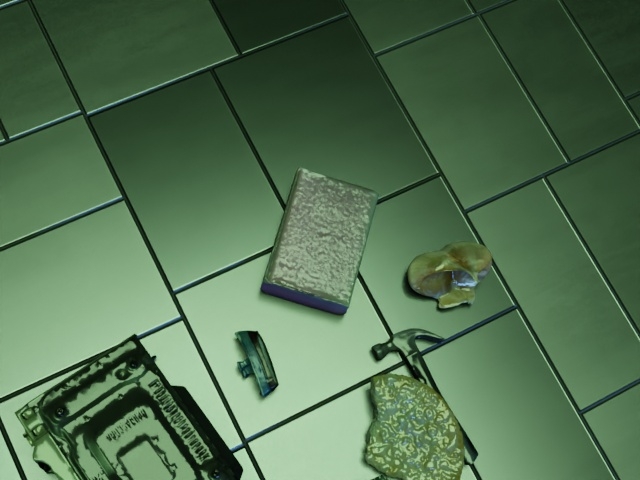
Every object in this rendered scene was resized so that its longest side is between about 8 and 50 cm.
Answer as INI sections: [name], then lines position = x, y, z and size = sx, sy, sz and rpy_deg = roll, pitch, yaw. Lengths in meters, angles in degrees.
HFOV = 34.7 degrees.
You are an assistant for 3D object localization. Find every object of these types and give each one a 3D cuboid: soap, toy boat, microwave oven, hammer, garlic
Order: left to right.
[microwave oven]
position = -0.326, 0.384, 1.799
size = 0.286, 0.218, 0.355
rpy_deg = -33, 78, -16
[toy boat]
position = -0.128, 0.235, 1.965
size = 0.061, 0.060, 0.137
rpy_deg = -23, 80, 10
[soap]
position = 0.000, 0.001, 2.050
size = 0.181, 0.081, 0.259
rpy_deg = 16, 69, -3
[hammer]
position = 0.227, 0.304, 2.000
size = 0.137, 0.037, 0.289
rpy_deg = -26, 76, -14
[garlic]
position = 0.262, 0.062, 2.061
size = 0.175, 0.099, 0.124
rpy_deg = -9, 58, -10

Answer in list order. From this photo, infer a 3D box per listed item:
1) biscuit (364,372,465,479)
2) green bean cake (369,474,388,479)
[biscuit]
position = 0.170, 0.373, 1.946
size = 0.188, 0.040, 0.265
rpy_deg = -29, 84, -1
[green bean cake]
position = 0.160, 0.548, 1.869
size = 0.208, 0.107, 0.193
rpy_deg = 17, 67, -3
